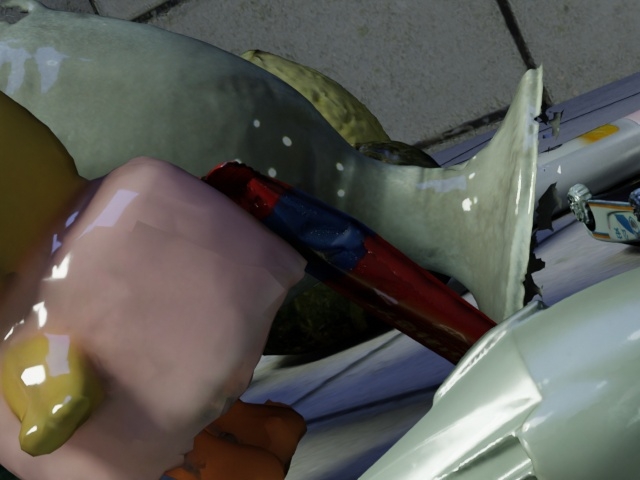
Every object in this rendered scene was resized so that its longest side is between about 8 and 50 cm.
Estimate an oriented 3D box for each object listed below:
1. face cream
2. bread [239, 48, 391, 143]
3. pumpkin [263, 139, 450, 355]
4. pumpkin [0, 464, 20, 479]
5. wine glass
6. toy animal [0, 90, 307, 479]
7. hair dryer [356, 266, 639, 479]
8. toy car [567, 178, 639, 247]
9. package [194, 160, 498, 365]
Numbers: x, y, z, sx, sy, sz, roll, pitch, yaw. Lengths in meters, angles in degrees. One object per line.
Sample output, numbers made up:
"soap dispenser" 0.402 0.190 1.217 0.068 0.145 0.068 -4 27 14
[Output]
"face cream" 0.231 -0.065 1.533 0.198 0.057 0.084 -26 5 -16
"bread" -0.067 -0.026 1.635 0.320 0.237 0.320 -39 0 0
"pumpkin" 0.000 0.000 1.346 0.223 0.157 0.224 -14 10 3
"pumpkin" -0.281 0.123 1.069 0.293 0.197 0.263 -4 26 7
"wine glass" -0.052 -0.024 0.940 0.357 0.190 0.190 7 8 6
"toy animal" -0.131 0.025 0.779 0.195 0.281 0.169 -49 -17 -80
"hair dryer" 0.047 0.095 0.576 0.229 0.092 0.267 -31 -9 -8
"toy car" 0.224 -0.027 1.077 0.095 0.056 0.205 -25 7 -8
"package" 0.030 0.020 0.811 0.022 0.200 0.083 -60 10 -13
